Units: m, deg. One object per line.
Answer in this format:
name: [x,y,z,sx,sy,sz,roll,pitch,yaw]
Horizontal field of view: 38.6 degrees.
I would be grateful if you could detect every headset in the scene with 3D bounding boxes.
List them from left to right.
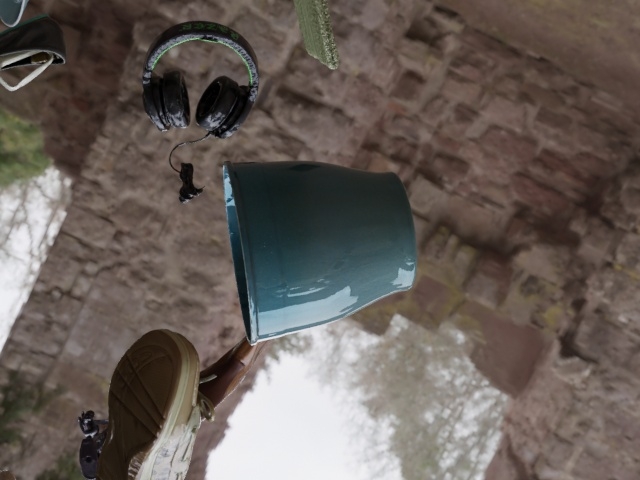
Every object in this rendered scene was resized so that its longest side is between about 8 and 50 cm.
headset: [-0.267,-0.275,1.966,0.243,0.394,0.185,6,-136,-13]

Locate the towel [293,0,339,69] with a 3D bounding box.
towel: [-0.008,-0.362,1.509,0.110,0.027,0.148,48,157,53]

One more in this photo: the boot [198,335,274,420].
boot: [-0.170,0.253,1.894,0.096,0.280,0.264,50,-160,12]

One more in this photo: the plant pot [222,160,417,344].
plant pot: [0.000,0.000,1.357,0.255,0.272,0.271,-9,-166,-8]

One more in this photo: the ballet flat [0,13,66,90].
ballet flat: [-0.535,-0.278,1.460,0.096,0.280,0.095,64,159,0]

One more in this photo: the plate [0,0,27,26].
plate: [-0.405,-0.378,1.206,0.024,0.188,0.188,-9,-153,-33]

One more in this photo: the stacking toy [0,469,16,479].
stacking toy: [-0.672,0.468,1.505,0.330,0.141,0.141,-2,-162,-22]

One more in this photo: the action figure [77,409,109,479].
action figure: [-0.388,0.375,1.789,0.185,0.099,0.285,-8,-178,-3]

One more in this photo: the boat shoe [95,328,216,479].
boat shoe: [-0.181,0.207,1.025,0.089,0.285,0.104,-9,-134,-40]
